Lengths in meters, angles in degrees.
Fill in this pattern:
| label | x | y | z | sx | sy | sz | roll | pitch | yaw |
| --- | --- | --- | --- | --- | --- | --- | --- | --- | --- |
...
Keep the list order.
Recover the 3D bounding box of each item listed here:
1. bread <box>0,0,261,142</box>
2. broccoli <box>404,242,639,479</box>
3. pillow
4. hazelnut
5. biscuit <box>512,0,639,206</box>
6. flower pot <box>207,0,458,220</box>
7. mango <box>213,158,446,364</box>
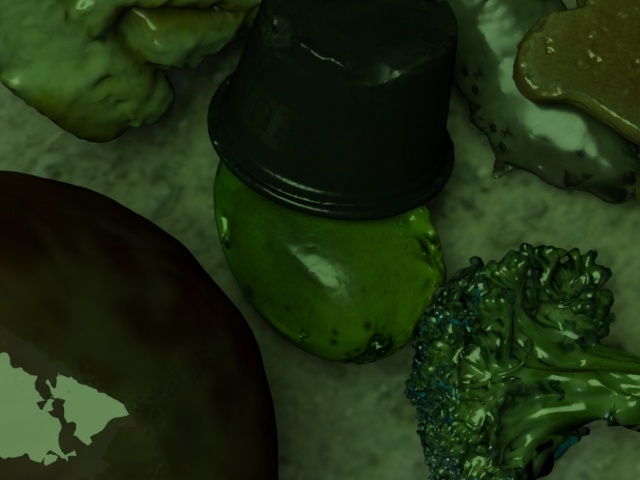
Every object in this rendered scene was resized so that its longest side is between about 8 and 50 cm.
| label | x | y | z | sx | sy | sz | roll | pitch | yaw |
| --- | --- | --- | --- | --- | --- | --- | --- | --- | --- |
| bread | -0.112 | -0.287 | 1.172 | 0.395 | 0.264 | 0.239 | -41 | 53 | 8 |
| broccoli | 0.130 | 0.082 | 1.143 | 0.160 | 0.167 | 0.154 | 15 | 114 | 25 |
| pillow | 0.117 | -0.119 | 1.223 | 0.093 | 0.051 | 0.241 | -28 | 78 | 6 |
| hazelnut | -0.180 | 0.119 | 1.108 | 0.366 | 0.366 | 0.366 | -2 | 81 | 13 |
| biscuit | 0.232 | -0.078 | 1.177 | 0.234 | 0.030 | 0.153 | 36 | 73 | 4 |
| flower pot | 0.017 | -0.101 | 1.177 | 0.157 | 0.157 | 0.107 | 30 | 132 | 16 |
| mango | 0.000 | 0.001 | 1.212 | 0.119 | 0.100 | 0.178 | -24 | 64 | -31 |
